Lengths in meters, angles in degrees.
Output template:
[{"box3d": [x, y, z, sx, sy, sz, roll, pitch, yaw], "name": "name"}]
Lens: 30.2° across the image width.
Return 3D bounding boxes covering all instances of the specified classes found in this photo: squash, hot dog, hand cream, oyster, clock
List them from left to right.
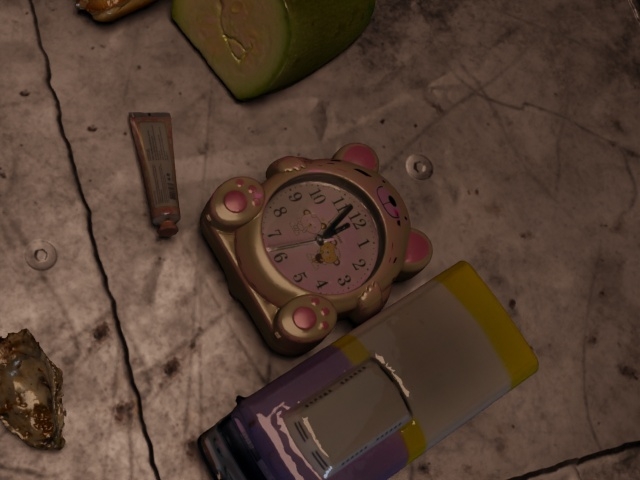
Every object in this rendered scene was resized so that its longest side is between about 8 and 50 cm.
[{"box3d": [-0.402, 0.211, 1.639, 0.105, 0.056, 0.177, -38, 84, -14], "name": "oyster"}, {"box3d": [-0.282, -0.437, 1.912, 0.270, 0.072, 0.109, -34, 85, -24], "name": "hot dog"}, {"box3d": [-0.249, -0.106, 1.817, 0.067, 0.043, 0.209, -2, 66, -21], "name": "hand cream"}, {"box3d": [-0.051, -0.397, 1.977, 0.233, 0.210, 0.309, 50, 36, 6], "name": "squash"}, {"box3d": [0.000, 0.000, 1.815, 0.310, 0.114, 0.284, -27, 79, -26], "name": "clock"}]

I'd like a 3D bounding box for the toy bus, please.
[{"box3d": [0.069, 0.232, 1.673, 0.440, 0.249, 0.209, -30, 81, -25], "name": "toy bus"}]
